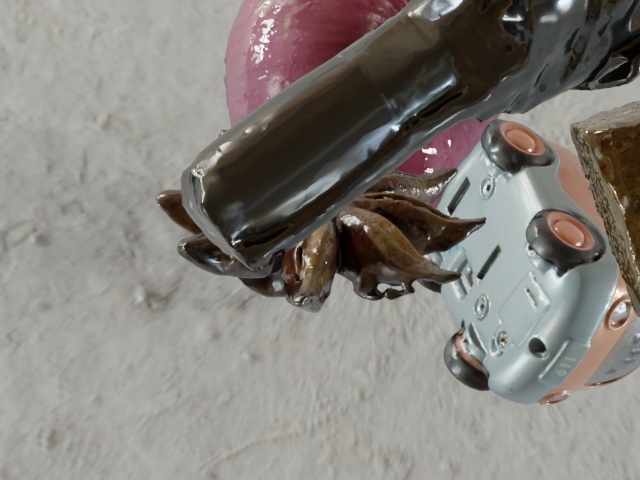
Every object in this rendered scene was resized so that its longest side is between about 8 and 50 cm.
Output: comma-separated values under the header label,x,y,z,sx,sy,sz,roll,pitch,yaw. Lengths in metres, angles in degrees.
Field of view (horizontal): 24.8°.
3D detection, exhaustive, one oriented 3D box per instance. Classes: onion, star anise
label,x,y,z,sx,sy,sz,roll,pitch,yaw
onion,0.081,-0.179,1.686,0.345,0.358,0.358,7,94,22
star anise,0.000,0.000,1.131,0.272,0.272,0.103,7,122,3

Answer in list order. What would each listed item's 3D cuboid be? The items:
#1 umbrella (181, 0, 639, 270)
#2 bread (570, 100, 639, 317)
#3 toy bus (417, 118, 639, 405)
label,x,y,z,sx,sy,sz,roll,pitch,yaw
umbrella,0.100,-0.104,0.453,0.340,0.118,0.118,-38,91,-9
bread,0.407,-0.071,1.076,0.416,0.113,0.165,-16,94,3
toy bus,0.237,0.029,1.450,0.232,0.288,0.194,11,127,-30
